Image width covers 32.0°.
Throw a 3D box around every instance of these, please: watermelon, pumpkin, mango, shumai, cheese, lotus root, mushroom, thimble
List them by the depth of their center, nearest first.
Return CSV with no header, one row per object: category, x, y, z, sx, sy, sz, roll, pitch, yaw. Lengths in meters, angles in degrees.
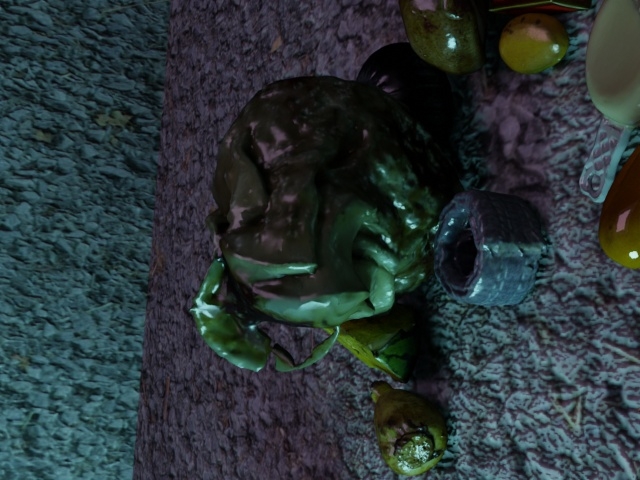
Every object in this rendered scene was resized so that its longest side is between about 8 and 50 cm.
mango,0.355,-0.046,1.188,0.159,0.084,0.105,-59,11,6
cheese,0.340,-0.178,1.262,0.163,0.070,0.249,-107,31,-42
mango,0.275,-0.253,1.436,0.114,0.057,0.079,9,119,61
thimble,0.219,0.009,1.461,0.150,0.097,0.150,-175,90,-67
shumai,0.000,0.000,1.526,0.348,0.395,0.395,-71,5,-53
mushroom,0.166,-0.332,1.544,0.194,0.138,0.231,88,-171,-46
lotus root,0.123,0.266,1.638,0.108,0.094,0.191,-55,22,11
pumpkin,0.127,-0.199,1.674,0.202,0.140,0.202,173,90,-74
watermelon,0.078,0.149,1.709,0.301,0.129,0.123,-159,78,-71

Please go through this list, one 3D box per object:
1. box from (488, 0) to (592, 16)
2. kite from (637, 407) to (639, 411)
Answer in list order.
box,0.294,-0.411,1.425,0.153,0.074,0.240,-161,78,-71
kite,0.394,0.132,1.133,0.241,0.014,0.183,120,148,-46
